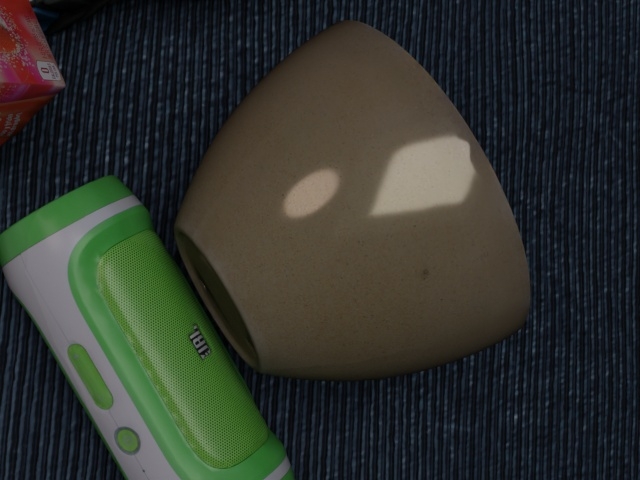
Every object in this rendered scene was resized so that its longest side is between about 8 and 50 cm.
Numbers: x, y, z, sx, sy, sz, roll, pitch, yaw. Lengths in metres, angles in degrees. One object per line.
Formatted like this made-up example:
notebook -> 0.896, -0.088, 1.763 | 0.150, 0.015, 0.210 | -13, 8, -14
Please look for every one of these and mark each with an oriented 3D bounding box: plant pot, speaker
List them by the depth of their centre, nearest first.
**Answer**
plant pot -> 0.000, 0.000, 0.918 | 0.191, 0.284, 0.284 | -31, 92, -14
speaker -> -0.137, 0.102, 0.938 | 0.131, 0.131, 0.296 | -31, 92, -19

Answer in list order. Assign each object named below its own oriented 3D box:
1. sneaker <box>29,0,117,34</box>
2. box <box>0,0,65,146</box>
sneaker -> -0.141, -0.273, 0.989 | 0.341, 0.125, 0.139 | -15, 88, -19
box -> -0.314, -0.190, 0.874 | 0.128, 0.123, 0.256 | -5, 65, -54
